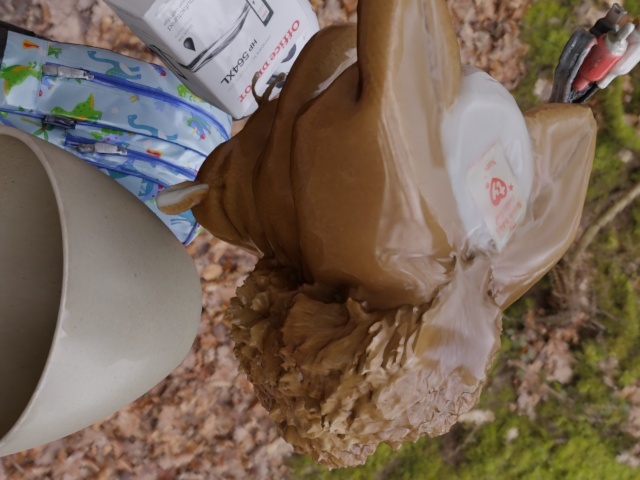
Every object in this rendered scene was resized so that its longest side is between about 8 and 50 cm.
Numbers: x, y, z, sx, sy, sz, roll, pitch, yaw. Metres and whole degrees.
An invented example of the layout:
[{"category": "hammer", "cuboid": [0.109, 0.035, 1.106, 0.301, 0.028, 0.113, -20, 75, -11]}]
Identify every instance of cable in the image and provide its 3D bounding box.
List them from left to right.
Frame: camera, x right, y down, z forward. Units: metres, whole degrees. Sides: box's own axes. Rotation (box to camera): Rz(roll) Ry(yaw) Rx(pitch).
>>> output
[{"category": "cable", "cuboid": [0.309, -0.166, 1.001, 0.139, 0.072, 0.287, -31, 155, -34]}]

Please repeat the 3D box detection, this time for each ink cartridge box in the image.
[{"category": "ink cartridge box", "cuboid": [-0.114, -0.246, 0.881, 0.148, 0.086, 0.203, -55, 150, -5]}]

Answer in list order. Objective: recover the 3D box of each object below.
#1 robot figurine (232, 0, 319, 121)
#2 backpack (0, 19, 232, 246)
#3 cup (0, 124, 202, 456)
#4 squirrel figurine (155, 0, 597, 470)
[{"category": "robot figurine", "cuboid": [-0.124, -0.296, 1.327, 0.278, 0.174, 0.209, -30, -148, 41]}, {"category": "backpack", "cuboid": [-0.292, -0.126, 1.102, 0.356, 0.273, 0.290, -2, 154, -27]}, {"category": "cup", "cuboid": [-0.271, 0.065, 0.903, 0.237, 0.331, 0.331, 13, 112, -50]}, {"category": "squirrel figurine", "cuboid": [0.000, 0.000, 0.750, 0.281, 0.371, 0.396, 20, 75, -40]}]
